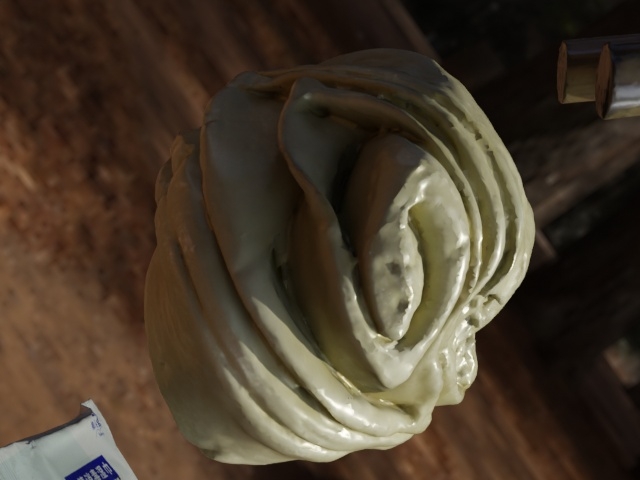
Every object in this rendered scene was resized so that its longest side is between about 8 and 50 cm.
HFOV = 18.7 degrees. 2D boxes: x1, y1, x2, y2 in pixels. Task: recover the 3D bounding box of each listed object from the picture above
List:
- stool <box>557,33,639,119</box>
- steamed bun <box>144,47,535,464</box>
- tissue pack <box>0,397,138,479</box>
[{"bbox_3d":[0.267,-0.171,1.282,0.272,0.179,0.272,-175,-90,-87],"label":"stool"},{"bbox_3d":[0.001,0.003,1.337,0.203,0.289,0.276,62,3,-73],"label":"steamed bun"},{"bbox_3d":[-0.162,0.180,1.367,0.122,0.026,0.193,56,13,2],"label":"tissue pack"}]
